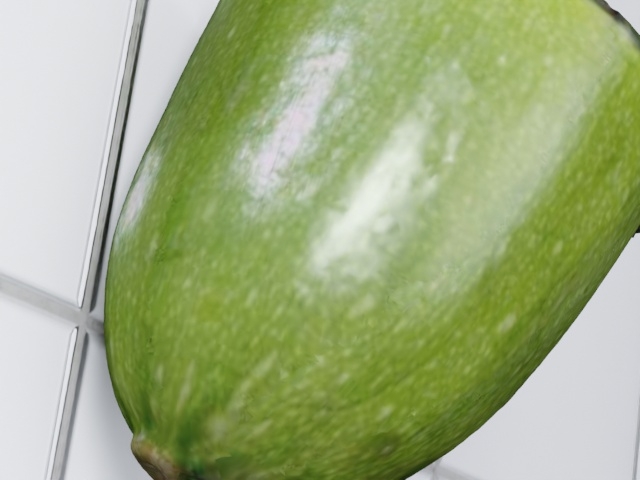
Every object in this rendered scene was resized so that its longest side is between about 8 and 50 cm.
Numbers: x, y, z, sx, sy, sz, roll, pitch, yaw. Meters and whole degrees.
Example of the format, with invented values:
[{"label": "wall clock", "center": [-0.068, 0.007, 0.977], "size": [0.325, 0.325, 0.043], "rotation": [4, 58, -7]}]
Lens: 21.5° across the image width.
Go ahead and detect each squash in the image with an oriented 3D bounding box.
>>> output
[{"label": "squash", "center": [0.022, 0.020, 0.975], "size": [0.310, 0.310, 0.308], "rotation": [61, 43, -41]}]
